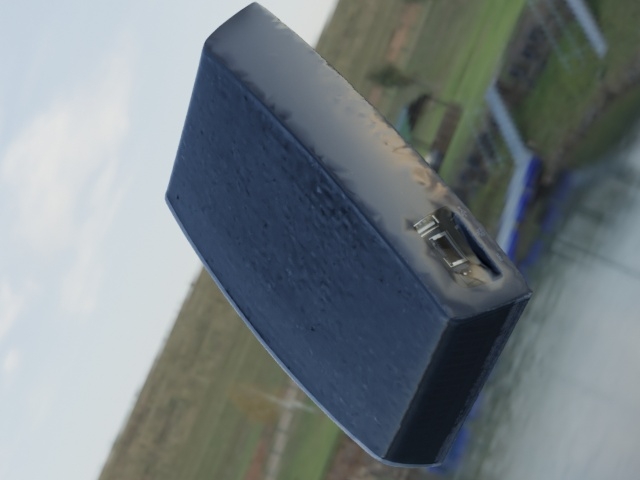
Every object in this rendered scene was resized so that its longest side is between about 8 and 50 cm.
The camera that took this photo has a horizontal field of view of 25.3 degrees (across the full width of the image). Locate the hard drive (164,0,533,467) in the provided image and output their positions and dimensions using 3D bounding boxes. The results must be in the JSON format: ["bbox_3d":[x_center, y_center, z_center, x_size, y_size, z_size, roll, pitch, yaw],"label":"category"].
[{"bbox_3d":[0.000,0.000,0.824,0.054,0.254,0.172,-20,-34,-35],"label":"hard drive"}]
